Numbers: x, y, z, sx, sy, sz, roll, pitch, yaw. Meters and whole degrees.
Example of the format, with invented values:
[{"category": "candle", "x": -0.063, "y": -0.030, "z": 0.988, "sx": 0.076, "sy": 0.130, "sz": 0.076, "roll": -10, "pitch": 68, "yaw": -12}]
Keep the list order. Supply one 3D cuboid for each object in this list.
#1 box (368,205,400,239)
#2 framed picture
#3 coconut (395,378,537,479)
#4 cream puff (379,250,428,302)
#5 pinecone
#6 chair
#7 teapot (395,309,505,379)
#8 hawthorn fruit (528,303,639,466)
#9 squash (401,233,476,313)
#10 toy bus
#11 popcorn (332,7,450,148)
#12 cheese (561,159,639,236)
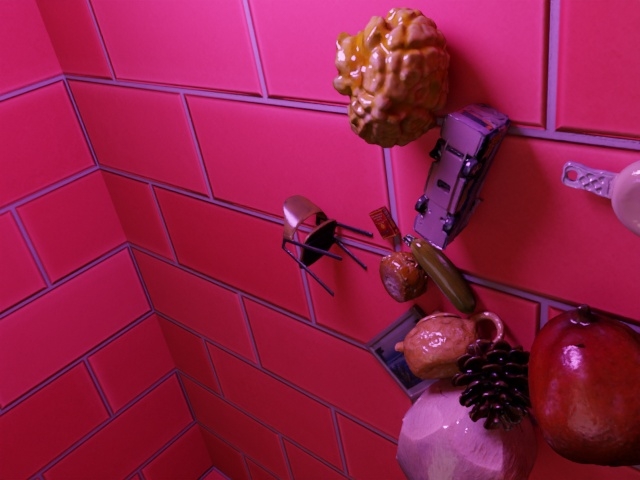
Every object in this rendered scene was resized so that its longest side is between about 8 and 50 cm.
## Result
[{"category": "box", "x": 0.167, "y": -0.046, "z": 1.550, "sx": 0.051, "sy": 0.023, "sz": 0.082, "roll": -20, "pitch": 103, "yaw": 54}, {"category": "framed picture", "x": 0.275, "y": 0.337, "z": 1.737, "sx": 0.232, "sy": 0.024, "sz": 0.315, "roll": 49, "pitch": 142, "yaw": 9}, {"category": "coconut", "x": 0.362, "y": 0.540, "z": 1.522, "sx": 0.346, "sy": 0.360, "sz": 0.347, "roll": 26, "pitch": 133, "yaw": 31}, {"category": "cream puff", "x": 0.219, "y": 0.091, "z": 1.535, "sx": 0.126, "sy": 0.103, "sz": 0.144, "roll": 23, "pitch": 135, "yaw": 53}, {"category": "pinecone", "x": 0.401, "y": 0.334, "z": 1.347, "sx": 0.207, "sy": 0.207, "sz": 0.208, "roll": 28, "pitch": 137, "yaw": 31}, {"category": "chair", "x": 0.000, "y": 0.000, "z": 1.658, "sx": 0.246, "sy": 0.158, "sz": 0.172, "roll": 31, "pitch": 135, "yaw": 26}, {"category": "teapot", "x": 0.322, "y": 0.250, "z": 1.515, "sx": 0.311, "sy": 0.203, "sz": 0.167, "roll": -28, "pitch": 54, "yaw": 34}, {"category": "hawthorn fruit", "x": 0.554, "y": 0.299, "z": 1.197, "sx": 0.312, "sy": 0.294, "sz": 0.295, "roll": 67, "pitch": 150, "yaw": 25}, {"category": "squash", "x": 0.300, "y": 0.076, "z": 1.463, "sx": 0.252, "sy": 0.066, "sz": 0.066, "roll": 51, "pitch": 144, "yaw": 5}, {"category": "toy bus", "x": 0.293, "y": -0.132, "z": 1.254, "sx": 0.112, "sy": 0.138, "sz": 0.317, "roll": 41, "pitch": 143, "yaw": 26}, {"category": "popcorn", "x": 0.143, "y": -0.322, "z": 1.196, "sx": 0.270, "sy": 0.223, "sz": 0.258, "roll": -24, "pitch": 83, "yaw": 62}, {"category": "cheese", "x": 0.559, "y": -0.099, "z": 1.037, "sx": 0.249, "sy": 0.070, "sz": 0.163, "roll": 40, "pitch": 142, "yaw": 20}]
